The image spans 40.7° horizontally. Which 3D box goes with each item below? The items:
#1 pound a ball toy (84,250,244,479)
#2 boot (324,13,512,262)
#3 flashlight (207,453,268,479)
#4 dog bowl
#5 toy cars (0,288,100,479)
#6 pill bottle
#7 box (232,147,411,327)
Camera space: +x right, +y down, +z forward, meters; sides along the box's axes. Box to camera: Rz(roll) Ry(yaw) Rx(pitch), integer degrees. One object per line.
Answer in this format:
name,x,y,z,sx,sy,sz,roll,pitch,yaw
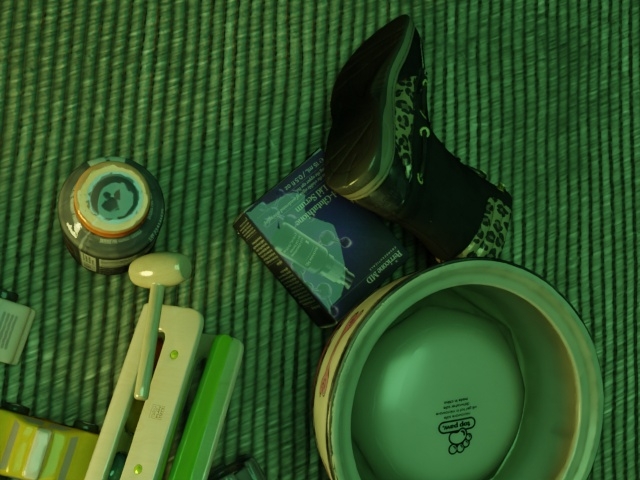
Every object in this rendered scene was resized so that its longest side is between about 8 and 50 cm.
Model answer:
pound a ball toy,-0.224,0.192,1.095,0.136,0.208,0.319,3,67,26
boot,0.154,-0.137,1.278,0.284,0.138,0.377,39,39,-26
flashlight,-0.064,0.443,1.162,0.103,0.103,0.304,-30,92,-49
dog bowl,0.170,0.222,1.158,0.408,0.150,0.408,-1,92,-22
toy cars,-0.419,0.185,1.115,0.176,0.087,0.393,-33,90,-17
pill bottle,-0.268,-0.032,1.105,0.130,0.246,0.130,2,80,-14
box,0.000,0.000,1.241,0.153,0.108,0.207,-42,93,-17
